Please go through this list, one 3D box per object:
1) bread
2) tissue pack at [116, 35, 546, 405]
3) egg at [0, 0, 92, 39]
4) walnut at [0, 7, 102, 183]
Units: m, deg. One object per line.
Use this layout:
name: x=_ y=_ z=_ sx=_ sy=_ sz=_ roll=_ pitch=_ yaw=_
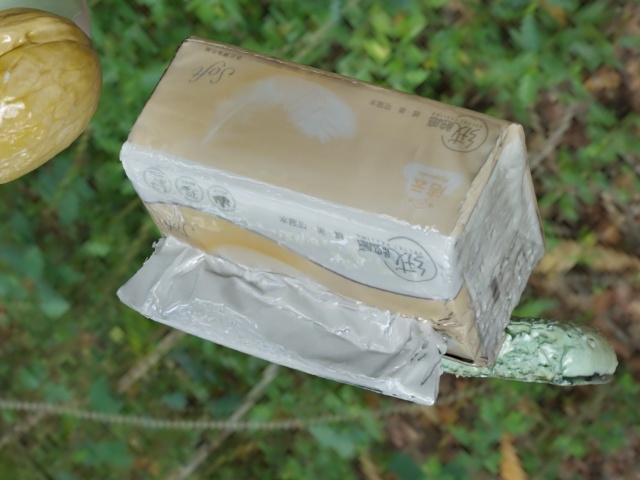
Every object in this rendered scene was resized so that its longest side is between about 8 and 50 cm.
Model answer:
bread: x=0.181 y=0.102 z=1.602 sx=0.172 sy=0.064 sz=0.232 roll=5 pitch=175 yaw=-6
tissue pack: x=0.000 y=0.000 z=1.398 sx=0.306 sy=0.238 sz=0.238 roll=17 pitch=151 yaw=23
egg: x=-0.351 y=-0.255 z=1.893 sx=0.217 sy=0.183 sz=0.183 roll=45 pitch=167 yaw=-33
walnut: x=-0.307 y=-0.140 z=1.644 sx=0.159 sy=0.207 sz=0.159 roll=52 pitch=167 yaw=16
